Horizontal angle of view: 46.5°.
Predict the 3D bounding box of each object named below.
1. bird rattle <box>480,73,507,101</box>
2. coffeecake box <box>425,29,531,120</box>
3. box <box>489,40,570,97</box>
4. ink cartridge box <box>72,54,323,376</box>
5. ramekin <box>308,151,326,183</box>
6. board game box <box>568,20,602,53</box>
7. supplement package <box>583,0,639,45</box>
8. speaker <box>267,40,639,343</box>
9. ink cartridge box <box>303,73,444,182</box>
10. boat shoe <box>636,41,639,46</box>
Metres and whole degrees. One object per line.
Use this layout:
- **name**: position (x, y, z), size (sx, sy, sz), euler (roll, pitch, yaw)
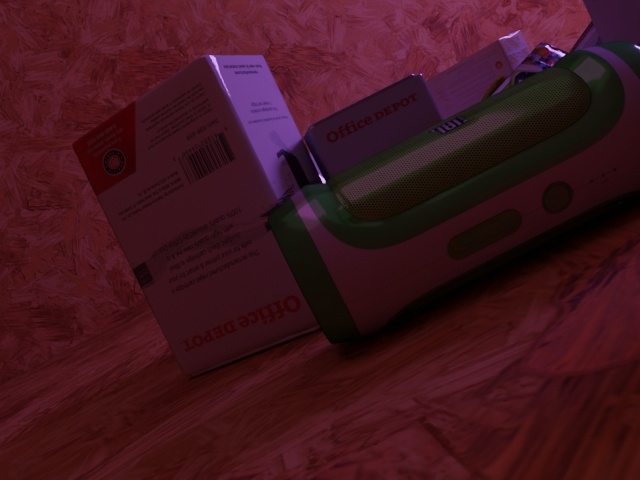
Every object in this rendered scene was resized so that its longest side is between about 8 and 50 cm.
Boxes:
- **bird rattle**: position (0.236, -0.093, 0.900), size (0.207, 0.143, 0.253), euler (-16, -12, -12)
- **coffeecake box**: position (0.251, -0.175, 1.052), size (0.068, 0.185, 0.142), euler (-30, 5, -40)
- **box**: position (0.219, -0.114, 0.712), size (0.207, 0.114, 0.036), euler (-46, -22, -39)
- **ink cartridge box**: position (-0.100, -0.024, 0.767), size (0.197, 0.273, 0.114), euler (-25, 1, 29)
- **ramekin**: position (-0.071, -0.005, 0.970), size (0.273, 0.127, 0.273), euler (-39, 1, 1)
- **board game box**: position (0.470, -0.316, 1.307), size (0.318, 0.066, 0.318), euler (-56, -5, 16)
- **supplement package**: position (0.485, -0.329, 0.945), size (0.198, 0.262, 0.199), euler (-28, 4, -21)
- **speaker**: position (0.115, -0.037, 0.562), size (0.296, 0.131, 0.131), euler (-27, 4, -1)
- **ink cartridge box**: position (0.078, -0.061, 0.755), size (0.127, 0.175, 0.072), euler (-27, 4, -4)
- **boat shoe**: position (0.391, -0.189, 0.644), size (0.324, 0.116, 0.123), euler (-40, 4, -21)
